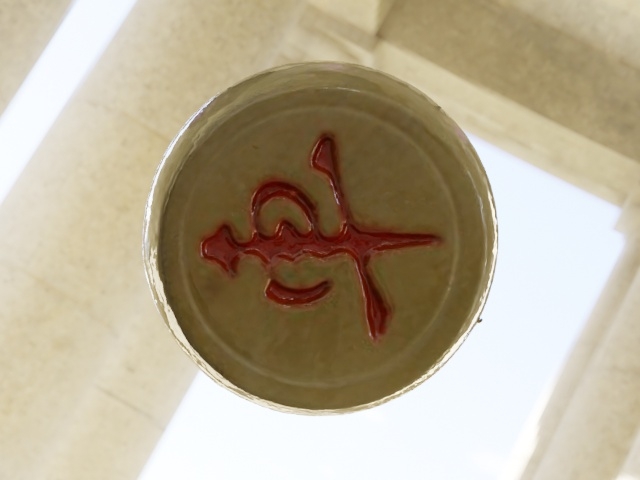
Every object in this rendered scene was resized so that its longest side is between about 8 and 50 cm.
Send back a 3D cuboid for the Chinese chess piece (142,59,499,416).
[{"bbox_3d":[0.000,0.000,0.996,0.251,0.251,0.097,31,7,-5],"label":"Chinese chess piece"}]
